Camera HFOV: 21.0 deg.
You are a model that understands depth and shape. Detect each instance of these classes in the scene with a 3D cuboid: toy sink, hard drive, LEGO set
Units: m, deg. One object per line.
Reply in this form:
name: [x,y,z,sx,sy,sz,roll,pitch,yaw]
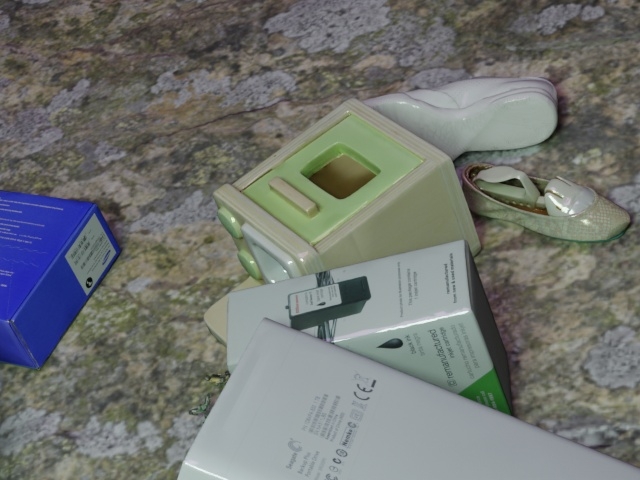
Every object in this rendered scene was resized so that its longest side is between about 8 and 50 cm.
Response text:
toy sink: [0.000,0.000,1.564,0.234,0.131,0.153,-37,42,-15]
hard drive: [0.075,0.176,1.253,0.319,0.040,0.210,22,29,4]
LEGO set: [-0.085,0.148,1.534,0.054,0.023,0.083,-2,32,20]

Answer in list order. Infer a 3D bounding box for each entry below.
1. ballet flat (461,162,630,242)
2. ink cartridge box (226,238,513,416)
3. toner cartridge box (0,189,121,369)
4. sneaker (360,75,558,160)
ballet flat: [0.200,-0.037,1.574,0.168,0.052,0.057,11,51,32]
ink cartridge box: [0.041,0.098,1.426,0.208,0.153,0.087,-13,43,12]
toner cartridge box: [-0.391,0.023,1.759,0.348,0.075,0.165,8,49,31]
sneaker: [0.128,-0.126,1.698,0.212,0.080,0.094,-4,32,11]
